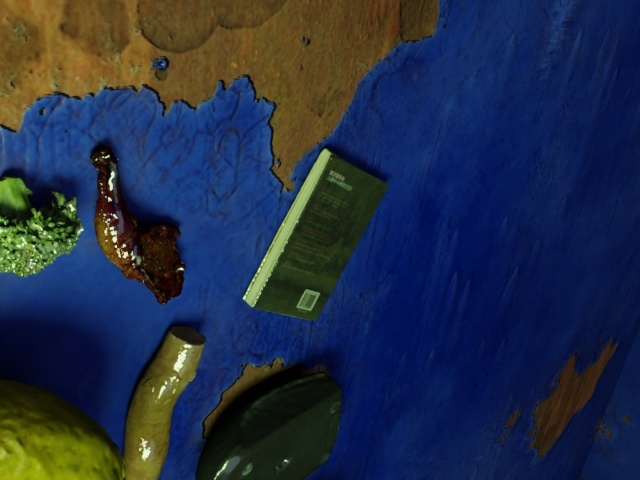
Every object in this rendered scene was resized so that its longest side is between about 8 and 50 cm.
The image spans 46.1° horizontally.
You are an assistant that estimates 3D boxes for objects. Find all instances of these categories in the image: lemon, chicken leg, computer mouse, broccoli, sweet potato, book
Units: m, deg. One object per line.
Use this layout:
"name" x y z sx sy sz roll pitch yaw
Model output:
"lemon" -0.312 0.244 0.662 0.260 0.261 0.284 -50 126 -12
"chicken leg" -0.194 -0.005 0.795 0.205 0.053 0.093 67 38 -54
"computer mouse" -0.085 0.295 1.077 0.269 0.100 0.170 -22 134 -45
"broccoli" -0.280 -0.011 0.687 0.095 0.097 0.091 3 70 -72
"sweet potato" -0.214 0.240 0.929 0.067 0.059 0.281 10 105 -41
"book" 0.000 0.000 1.035 0.160 0.024 0.228 22 97 -53
